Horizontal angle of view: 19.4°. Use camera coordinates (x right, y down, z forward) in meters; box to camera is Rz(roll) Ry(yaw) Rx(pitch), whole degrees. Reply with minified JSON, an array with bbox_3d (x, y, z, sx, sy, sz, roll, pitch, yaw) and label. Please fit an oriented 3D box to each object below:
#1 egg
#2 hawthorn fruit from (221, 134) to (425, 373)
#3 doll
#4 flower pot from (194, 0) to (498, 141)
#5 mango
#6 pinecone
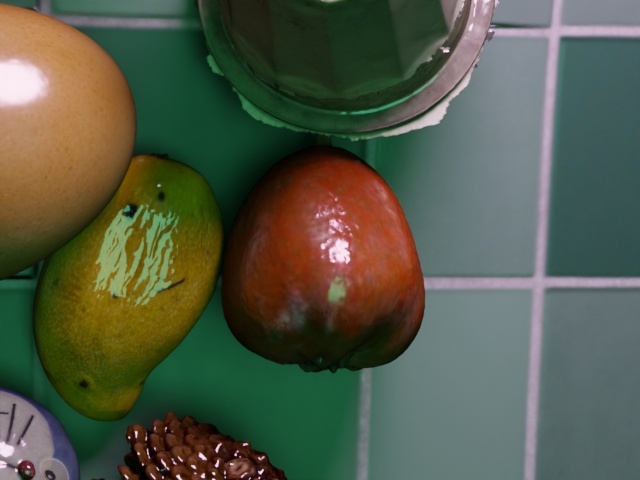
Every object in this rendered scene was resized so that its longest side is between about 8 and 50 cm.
[{"bbox_3d":[-0.313,-0.083,1.606,0.322,0.250,0.250,-16,102,-19],"label":"egg"},{"bbox_3d":[0.000,0.000,1.738,0.199,0.199,0.251,0,74,-13],"label":"hawthorn fruit"},{"bbox_3d":[-0.346,0.202,1.686,0.258,0.154,0.228,19,57,-5],"label":"doll"},{"bbox_3d":[0.022,-0.251,1.612,0.290,0.259,0.290,-1,78,2],"label":"flower pot"},{"bbox_3d":[-0.179,0.045,1.730,0.157,0.109,0.262,18,96,-19],"label":"mango"},{"bbox_3d":[-0.136,0.312,1.722,0.246,0.246,0.292,25,105,-16],"label":"pinecone"}]
